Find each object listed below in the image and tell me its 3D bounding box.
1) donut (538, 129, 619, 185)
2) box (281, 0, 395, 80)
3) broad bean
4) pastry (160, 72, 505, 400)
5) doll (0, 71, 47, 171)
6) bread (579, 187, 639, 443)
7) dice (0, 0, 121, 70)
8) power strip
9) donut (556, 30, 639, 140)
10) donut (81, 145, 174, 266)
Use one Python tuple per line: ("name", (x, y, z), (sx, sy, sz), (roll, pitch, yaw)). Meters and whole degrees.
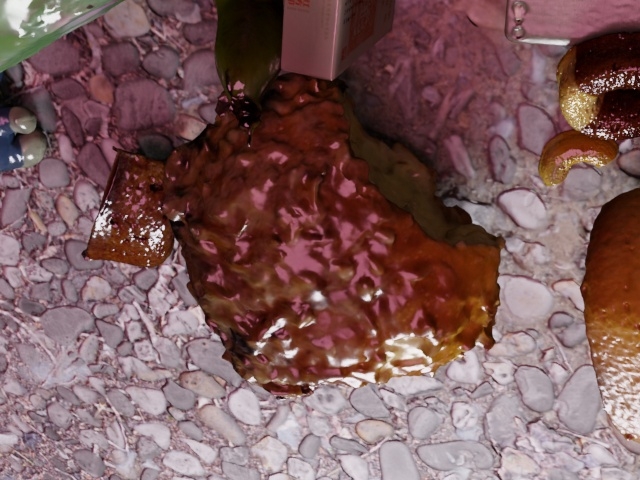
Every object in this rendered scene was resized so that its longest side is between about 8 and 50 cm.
("donut", (0.295, -0.091, 0.873), (0.083, 0.038, 0.067), (14, 120, 14))
("box", (0.027, -0.260, 0.774), (0.058, 0.201, 0.141), (16, 122, 16))
("broad bean", (-0.075, -0.246, 0.787), (0.077, 0.339, 0.061), (-9, 150, 3))
("pastry", (-0.002, 0.016, 0.893), (0.405, 0.292, 0.337), (42, 113, -9))
("doll", (-0.510, -0.208, 1.050), (0.228, 0.154, 0.258), (5, 114, 22))
("bread", (0.388, 0.072, 0.792), (0.172, 0.312, 0.312), (-3, 119, 35))
("dice", (-0.338, -0.359, 0.774), (0.322, 0.330, 0.318), (-20, 112, 27))
("power strip", (0.334, -0.239, 0.761), (0.288, 0.053, 0.093), (8, 122, 16))
("donut", (0.315, -0.155, 0.785), (0.140, 0.059, 0.140), (13, 153, 7))
("donut", (-0.258, -0.033, 1.062), (0.126, 0.144, 0.186), (15, 99, -12))
